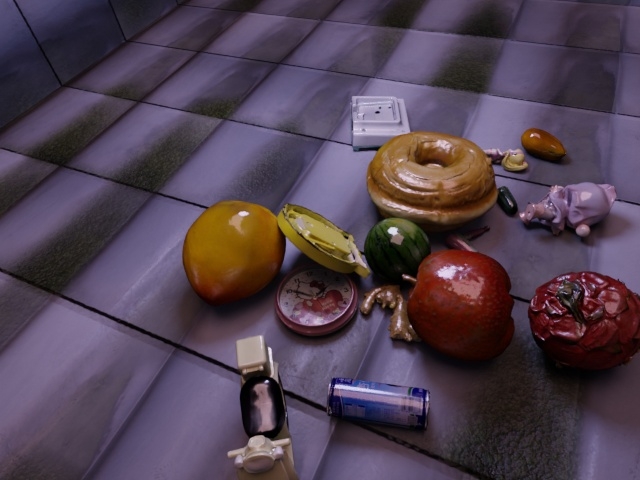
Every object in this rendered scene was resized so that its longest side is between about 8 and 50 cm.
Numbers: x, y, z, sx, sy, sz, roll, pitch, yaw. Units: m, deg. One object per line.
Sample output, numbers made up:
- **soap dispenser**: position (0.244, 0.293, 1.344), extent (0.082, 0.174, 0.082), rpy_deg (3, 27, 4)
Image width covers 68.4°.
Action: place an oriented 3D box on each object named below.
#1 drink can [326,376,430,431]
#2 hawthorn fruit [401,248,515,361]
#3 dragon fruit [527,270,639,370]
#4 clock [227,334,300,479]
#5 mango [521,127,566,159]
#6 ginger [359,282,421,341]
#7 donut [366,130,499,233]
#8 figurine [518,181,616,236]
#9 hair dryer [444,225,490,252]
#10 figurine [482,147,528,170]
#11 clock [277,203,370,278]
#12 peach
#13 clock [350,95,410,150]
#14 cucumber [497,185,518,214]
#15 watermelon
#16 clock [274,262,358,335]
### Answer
- **drink can**: position (0.137, 0.385, 1.116), extent (0.235, 0.097, 0.097), rpy_deg (3, 49, 11)
- **hawthorn fruit**: position (0.344, 0.151, 1.187), extent (0.299, 0.275, 0.275), rpy_deg (22, 54, 14)
- **dragon fruit**: position (0.643, 0.196, 1.127), extent (0.298, 0.244, 0.245), rpy_deg (15, 48, -11)
- **clock**: position (-0.116, 0.420, 1.006), extent (0.120, 0.277, 0.379), rpy_deg (-14, 45, -3)
- **mango**: position (0.796, -0.340, 1.687), extent (0.159, 0.084, 0.105), rpy_deg (41, 46, 12)
- **ginger**: position (0.202, 0.191, 1.308), extent (0.193, 0.053, 0.176), rpy_deg (10, 56, 17)
- **donut**: position (0.357, -0.199, 1.521), extent (0.448, 0.198, 0.449), rpy_deg (-1, 41, 1)
- **figurine**: position (0.756, -0.103, 1.443), extent (0.275, 0.133, 0.200), rpy_deg (-11, 51, -1)
- **hair dryer**: position (0.471, -0.009, 1.457), extent (0.154, 0.054, 0.106), rpy_deg (-32, 56, -25)
- **figurine**: position (0.639, -0.290, 1.671), extent (0.187, 0.083, 0.083), rpy_deg (9, 50, 7)
- **clock**: position (-0.004, 0.002, 1.379), extent (0.293, 0.071, 0.277), rpy_deg (30, 19, -20)
- **peach**: position (-0.255, 0.034, 1.375), extent (0.288, 0.289, 0.308), rpy_deg (23, 94, 25)
- **clock**: position (0.233, -0.481, 1.863), extent (0.231, 0.116, 0.262), rpy_deg (-2, 49, 5)
- **cucumber**: position (0.610, -0.127, 1.539), extent (0.048, 0.048, 0.105), rpy_deg (-10, 48, -2)
- **watermelon**: position (0.227, 0.038, 1.362), extent (0.188, 0.188, 0.215), rpy_deg (-37, 94, -24)
- **clock**: position (-0.012, 0.166, 1.356), extent (0.244, 0.056, 0.245), rpy_deg (-4, 48, 5)
